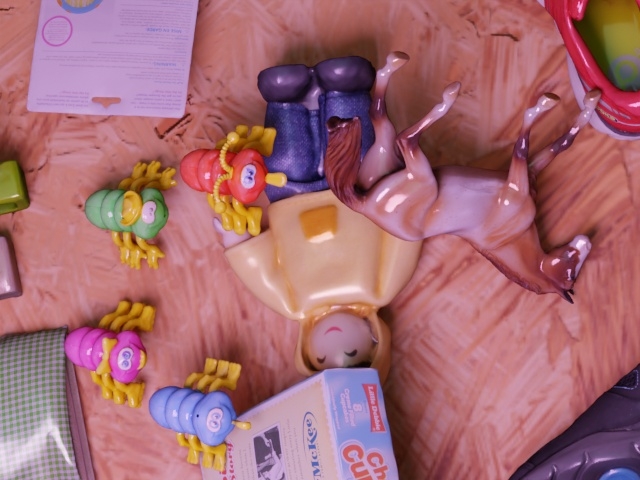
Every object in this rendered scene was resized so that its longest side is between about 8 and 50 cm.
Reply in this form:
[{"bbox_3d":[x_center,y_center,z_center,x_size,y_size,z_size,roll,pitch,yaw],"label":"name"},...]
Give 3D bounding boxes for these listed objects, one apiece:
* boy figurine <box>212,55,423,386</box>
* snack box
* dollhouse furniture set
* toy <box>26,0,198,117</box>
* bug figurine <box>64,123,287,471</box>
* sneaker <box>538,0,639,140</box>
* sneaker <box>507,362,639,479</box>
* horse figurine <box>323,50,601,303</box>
[{"bbox_3d":[0.000,0.000,1.546,0.177,0.092,0.285,-4,80,4],"label":"boy figurine"},{"bbox_3d":[-0.001,0.277,1.441,0.187,0.060,0.322,-32,62,48],"label":"snack box"},{"bbox_3d":[-0.318,0.094,1.547,0.198,0.151,0.301,-13,82,6],"label":"dollhouse furniture set"},{"bbox_3d":[-0.163,-0.214,1.612,0.137,0.056,0.237,3,79,12],"label":"toy"},{"bbox_3d":[-0.122,0.038,1.519,0.216,0.072,0.279,3,85,44],"label":"bug figurine"},{"bbox_3d":[0.220,-0.216,1.525,0.107,0.118,0.279,-26,81,2],"label":"sneaker"},{"bbox_3d":[0.283,0.142,1.484,0.341,0.139,0.125,-34,113,19],"label":"sneaker"},{"bbox_3d":[0.107,-0.050,1.481,0.263,0.066,0.174,8,121,-22],"label":"horse figurine"}]
